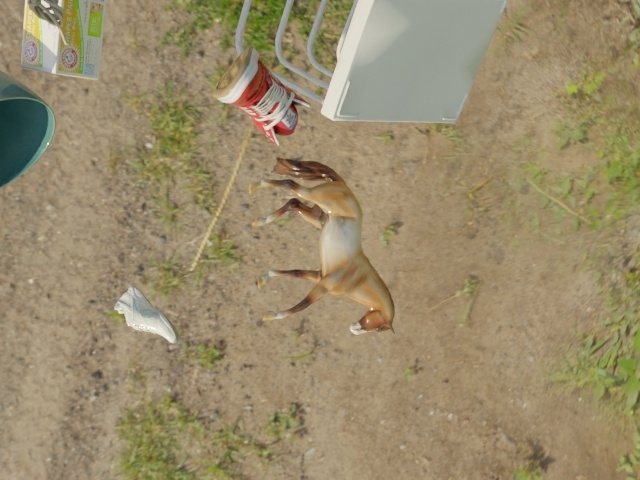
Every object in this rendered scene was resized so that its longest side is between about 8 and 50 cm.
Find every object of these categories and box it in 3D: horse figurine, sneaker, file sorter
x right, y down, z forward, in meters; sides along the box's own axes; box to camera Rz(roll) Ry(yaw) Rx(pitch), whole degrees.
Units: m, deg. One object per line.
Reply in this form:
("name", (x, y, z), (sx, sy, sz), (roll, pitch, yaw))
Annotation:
("horse figurine", (0.000, 0.000, 0.922), (0.175, 0.066, 0.263), (-6, 75, -8))
("sneaker", (-0.327, 0.152, 1.329), (0.152, 0.053, 0.061), (37, 71, 24))
("sneaker", (-0.038, -0.098, 0.490), (0.067, 0.118, 0.042), (40, 97, -15))
("file sorter", (0.068, -0.263, 0.833), (0.173, 0.278, 0.192), (35, 117, 30))

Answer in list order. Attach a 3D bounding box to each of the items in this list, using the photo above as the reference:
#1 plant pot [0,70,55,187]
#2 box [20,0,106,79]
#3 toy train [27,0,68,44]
("plant pot", (-0.711, -0.245, 1.392), (0.290, 0.290, 0.195), (-45, 79, 22))
("box", (-0.499, -0.425, 1.370), (0.103, 0.114, 0.203), (16, 104, 27))
("toy train", (-0.441, -0.395, 0.970), (0.105, 0.248, 0.143), (-36, 56, -13))
